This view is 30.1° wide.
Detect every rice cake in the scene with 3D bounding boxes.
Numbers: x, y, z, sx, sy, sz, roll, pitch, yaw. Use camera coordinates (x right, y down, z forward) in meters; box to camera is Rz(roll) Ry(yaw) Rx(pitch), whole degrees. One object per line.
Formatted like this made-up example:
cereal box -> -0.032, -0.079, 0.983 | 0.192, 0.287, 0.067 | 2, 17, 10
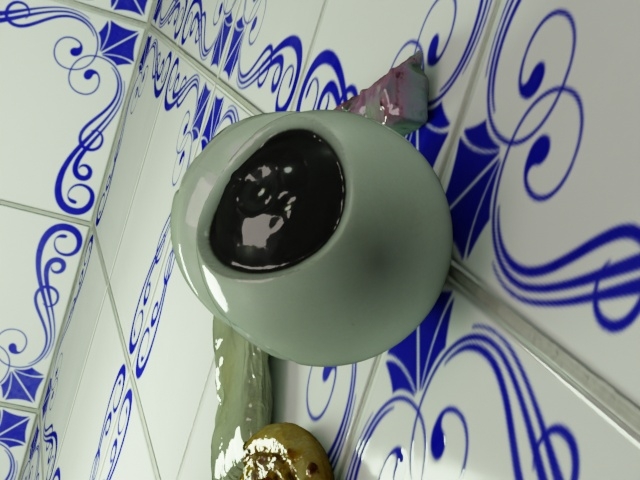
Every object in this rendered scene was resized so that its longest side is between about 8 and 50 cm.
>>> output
rice cake -> 0.025, -0.110, 1.108 | 0.290, 0.051, 0.081 | 161, 122, -69

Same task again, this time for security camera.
security camera -> 0.000, 0.000, 0.891 | 0.236, 0.194, 0.195 | 26, 101, 68

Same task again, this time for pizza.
pizza -> -0.031, 0.226, 1.002 | 0.246, 0.058, 0.127 | -100, 29, -57

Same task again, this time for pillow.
pillow -> -0.080, 0.146, 1.235 | 0.148, 0.050, 0.230 | 120, 154, -53
